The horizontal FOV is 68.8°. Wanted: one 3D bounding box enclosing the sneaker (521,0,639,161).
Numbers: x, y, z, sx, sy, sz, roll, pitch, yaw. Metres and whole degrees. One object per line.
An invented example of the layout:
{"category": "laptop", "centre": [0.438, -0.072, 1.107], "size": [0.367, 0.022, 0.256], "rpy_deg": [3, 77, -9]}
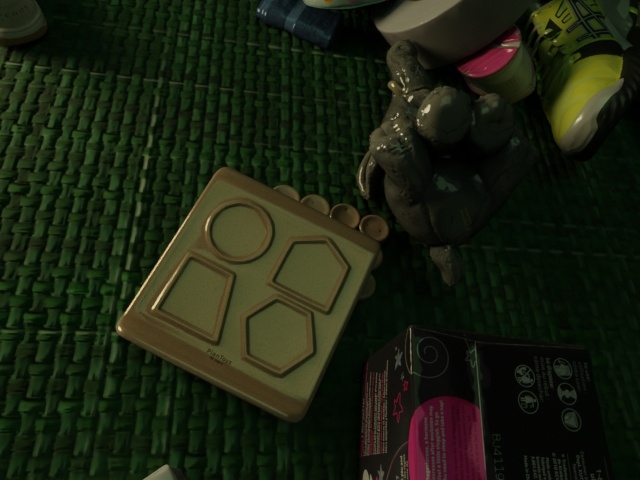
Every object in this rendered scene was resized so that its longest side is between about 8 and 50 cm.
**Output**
{"category": "sneaker", "centre": [0.356, -0.254, 0.678], "size": [0.147, 0.145, 0.384], "rpy_deg": [20, 50, 6]}

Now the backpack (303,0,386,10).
{"category": "backpack", "centre": [0.037, -0.406, 0.646], "size": [0.166, 0.144, 0.188], "rpy_deg": [-6, 54, 1]}

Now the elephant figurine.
{"category": "elephant figurine", "centre": [0.119, -0.107, 0.539], "size": [0.169, 0.239, 0.186], "rpy_deg": [38, 102, -22]}

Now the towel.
{"category": "towel", "centre": [-0.028, -0.324, 0.678], "size": [0.120, 0.029, 0.067], "rpy_deg": [25, 61, 1]}

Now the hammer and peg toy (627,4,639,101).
{"category": "hammer and peg toy", "centre": [0.620, -0.263, 0.692], "size": [0.266, 0.127, 0.360], "rpy_deg": [-15, 61, 1]}

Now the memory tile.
{"category": "memory tile", "centre": [0.000, 0.000, 0.526], "size": [0.148, 0.012, 0.113], "rpy_deg": [18, 61, -2]}

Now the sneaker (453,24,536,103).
{"category": "sneaker", "centre": [0.232, -0.278, 0.679], "size": [0.111, 0.103, 0.252], "rpy_deg": [37, 36, -37]}

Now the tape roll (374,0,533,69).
{"category": "tape roll", "centre": [0.181, -0.337, 0.626], "size": [0.072, 0.219, 0.219], "rpy_deg": [39, 54, -34]}

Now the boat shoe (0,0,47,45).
{"category": "boat shoe", "centre": [-0.433, -0.364, 0.571], "size": [0.098, 0.096, 0.277], "rpy_deg": [-36, 75, -25]}

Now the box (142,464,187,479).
{"category": "box", "centre": [-0.097, 0.252, 0.307], "size": [0.091, 0.130, 0.170], "rpy_deg": [-27, 71, -24]}

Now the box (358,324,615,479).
{"category": "box", "centre": [0.123, 0.212, 0.371], "size": [0.164, 0.142, 0.247], "rpy_deg": [9, 63, -9]}

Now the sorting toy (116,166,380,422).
{"category": "sorting toy", "centre": [-0.062, 0.045, 0.469], "size": [0.193, 0.038, 0.208], "rpy_deg": [27, 65, 2]}
